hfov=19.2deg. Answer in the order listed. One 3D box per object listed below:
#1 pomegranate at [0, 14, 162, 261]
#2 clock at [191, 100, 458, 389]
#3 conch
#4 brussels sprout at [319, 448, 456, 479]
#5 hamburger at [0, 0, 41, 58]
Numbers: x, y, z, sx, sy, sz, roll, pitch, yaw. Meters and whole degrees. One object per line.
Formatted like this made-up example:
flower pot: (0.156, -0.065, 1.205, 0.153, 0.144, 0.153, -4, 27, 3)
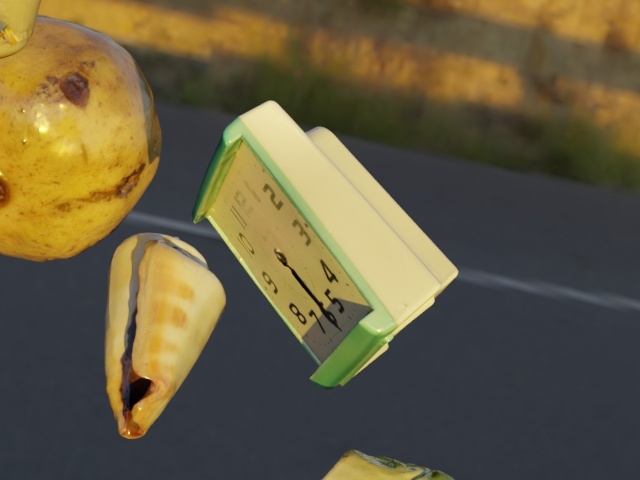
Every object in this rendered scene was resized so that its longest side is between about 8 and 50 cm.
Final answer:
pomegranate: (-0.316, -0.116, 2.120, 0.281, 0.281, 0.281, 13, 12, -3)
clock: (0.000, 0.000, 1.716, 0.231, 0.116, 0.262, 52, -18, 6)
conch: (-0.163, 0.099, 2.030, 0.127, 0.255, 0.158, 17, -33, -26)
brussels sprout: (0.065, 0.264, 1.617, 0.181, 0.161, 0.144, 32, 57, 12)
hamburger: (-0.244, -0.163, 1.228, 0.126, 0.081, 0.141, 24, 3, -9)
